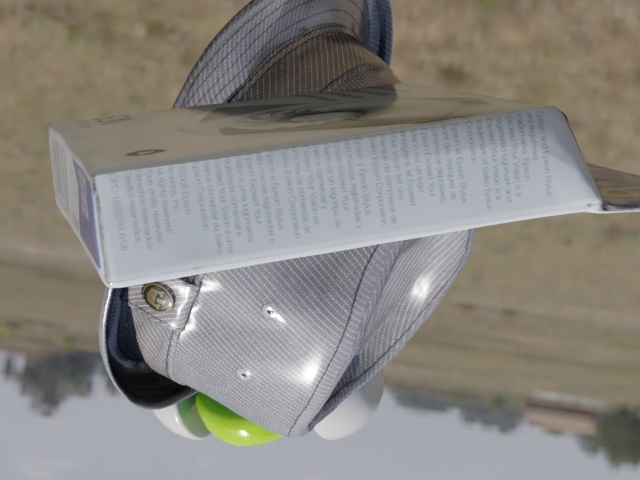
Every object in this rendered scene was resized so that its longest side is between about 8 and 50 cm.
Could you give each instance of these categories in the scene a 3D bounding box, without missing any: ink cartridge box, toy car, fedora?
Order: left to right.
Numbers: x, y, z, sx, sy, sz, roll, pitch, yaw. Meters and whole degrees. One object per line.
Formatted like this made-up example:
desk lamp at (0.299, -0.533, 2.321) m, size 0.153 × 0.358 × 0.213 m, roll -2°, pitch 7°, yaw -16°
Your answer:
toy car at (-0.037, 0.044, 1.258) m, size 0.159 × 0.182 × 0.136 m, roll -1°, pitch 136°, yaw 25°
fedora at (0.000, 0.000, 1.020) m, size 0.124 × 0.275 × 0.243 m, roll 34°, pitch -150°, yaw 18°
ink cartridge box at (0.014, -0.032, 0.737) m, size 0.224 × 0.045 × 0.223 m, roll -7°, pitch -171°, yaw -11°
